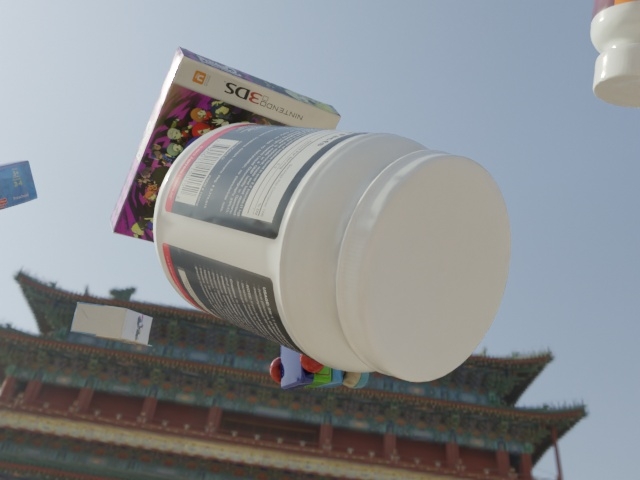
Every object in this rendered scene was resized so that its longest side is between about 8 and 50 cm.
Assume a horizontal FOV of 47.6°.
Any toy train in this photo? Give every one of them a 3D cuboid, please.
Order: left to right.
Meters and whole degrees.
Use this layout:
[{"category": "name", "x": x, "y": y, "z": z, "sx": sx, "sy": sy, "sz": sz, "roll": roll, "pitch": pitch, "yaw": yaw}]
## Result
[{"category": "toy train", "x": 0.004, "y": 0.115, "z": 1.152, "sx": 0.144, "sy": 0.247, "sz": 0.105, "roll": 15, "pitch": -29, "yaw": -32}]

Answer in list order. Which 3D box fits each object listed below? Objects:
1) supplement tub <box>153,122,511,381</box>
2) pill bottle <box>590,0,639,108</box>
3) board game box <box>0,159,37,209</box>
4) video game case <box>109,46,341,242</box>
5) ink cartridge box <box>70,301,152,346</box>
[{"category": "supplement tub", "x": 0.000, "y": 0.000, "z": 0.619, "sx": 0.272, "sy": 0.191, "sz": 0.191, "roll": 14, "pitch": -28, "yaw": 47}, {"category": "pill bottle", "x": 0.360, "y": -0.264, "z": 0.782, "sx": 0.121, "sy": 0.221, "sz": 0.121, "roll": 10, "pitch": -8, "yaw": 1}, {"category": "board game box", "x": -0.362, "y": -0.029, "z": 0.571, "sx": 0.212, "sy": 0.160, "sz": 0.039, "roll": 2, "pitch": -73, "yaw": 27}, {"category": "video game case", "x": -0.115, "y": -0.088, "z": 0.880, "sx": 0.210, "sy": 0.042, "sz": 0.232, "roll": 16, "pitch": -67, "yaw": -29}, {"category": "ink cartridge box", "x": -0.411, "y": 0.171, "z": 1.464, "sx": 0.105, "sy": 0.061, "sz": 0.181, "roll": 7, "pitch": -12, "yaw": 8}]
